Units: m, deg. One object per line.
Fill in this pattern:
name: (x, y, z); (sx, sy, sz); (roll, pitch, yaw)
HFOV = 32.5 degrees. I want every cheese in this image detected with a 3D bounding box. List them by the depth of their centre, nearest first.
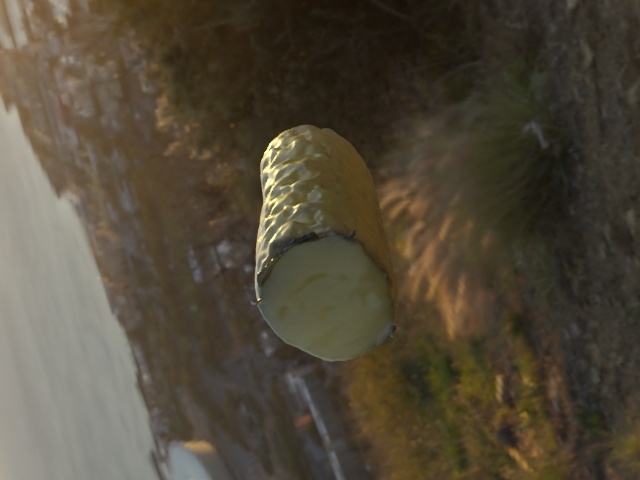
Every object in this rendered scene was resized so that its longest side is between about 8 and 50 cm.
cheese: (0.000, 0.000, 0.810); (0.123, 0.093, 0.167); (59, -167, -29)
